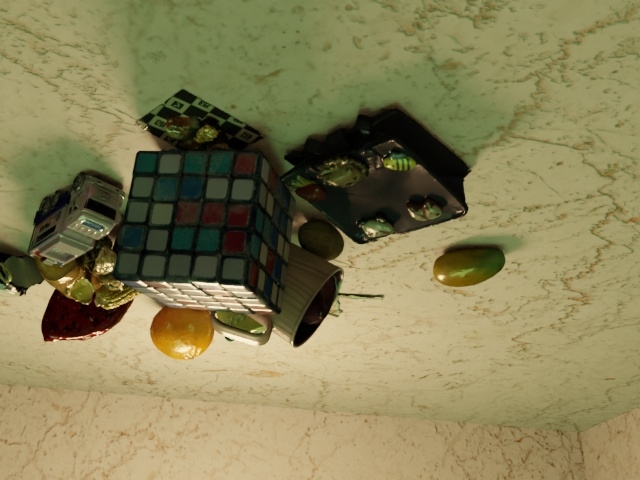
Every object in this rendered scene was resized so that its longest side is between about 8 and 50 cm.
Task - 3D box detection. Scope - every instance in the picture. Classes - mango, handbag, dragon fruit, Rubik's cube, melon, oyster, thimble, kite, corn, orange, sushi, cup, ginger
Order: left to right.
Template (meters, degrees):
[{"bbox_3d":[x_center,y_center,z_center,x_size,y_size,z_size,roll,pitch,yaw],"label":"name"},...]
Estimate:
[{"bbox_3d":[-0.701,0.088,1.918,0.123,0.219,0.270,-33,154,-15],"label":"ginger"},{"bbox_3d":[-0.744,0.167,2.130,0.302,0.241,0.330,-9,-169,-38],"label":"dragon fruit"},{"bbox_3d":[-0.579,0.056,1.807,0.083,0.214,0.223,-23,133,-25],"label":"oyster"},{"bbox_3d":[-0.534,0.121,1.959,0.238,0.080,0.080,-32,169,-28],"label":"corn"},{"bbox_3d":[-0.468,0.307,2.333,0.219,0.193,0.219,-8,142,-6],"label":"orange"},{"bbox_3d":[-0.251,-0.210,1.414,0.192,0.040,0.210,-21,144,40],"label":"sushi"},{"bbox_3d":[-0.234,-0.012,1.481,0.291,0.287,0.293,3,163,11],"label":"Rubik's cube"},{"bbox_3d":[-0.163,0.186,1.978,0.288,0.168,0.254,-19,172,36],"label":"thimble"},{"bbox_3d":[-0.121,0.131,1.676,0.273,0.288,0.208,30,171,16],"label":"cup"},{"bbox_3d":[0.000,0.000,1.743,0.130,0.098,0.098,29,145,-26],"label":"melon"},{"bbox_3d":[0.018,0.178,2.192,0.368,0.014,0.406,2,154,4],"label":"kite"},{"bbox_3d":[0.117,-0.125,1.453,0.303,0.122,0.329,-17,145,37],"label":"handbag"},{"bbox_3d":[0.400,0.069,1.845,0.194,0.092,0.130,-21,143,25],"label":"mango"}]

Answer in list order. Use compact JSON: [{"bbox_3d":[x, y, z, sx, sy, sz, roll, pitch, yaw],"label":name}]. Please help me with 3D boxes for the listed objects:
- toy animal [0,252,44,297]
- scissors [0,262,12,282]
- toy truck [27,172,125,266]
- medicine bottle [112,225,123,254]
[{"bbox_3d":[-0.946,0.107,2.039,0.179,0.138,0.166,-5,154,21],"label":"toy animal"},{"bbox_3d":[-0.934,0.036,1.905,0.133,0.020,0.187,-5,110,22],"label":"scissors"},{"bbox_3d":[-0.593,-0.044,1.668,0.124,0.156,0.267,27,145,-37],"label":"toy truck"},{"bbox_3d":[-0.492,0.013,1.823,0.106,0.107,0.191,14,152,-19],"label":"medicine bottle"}]
